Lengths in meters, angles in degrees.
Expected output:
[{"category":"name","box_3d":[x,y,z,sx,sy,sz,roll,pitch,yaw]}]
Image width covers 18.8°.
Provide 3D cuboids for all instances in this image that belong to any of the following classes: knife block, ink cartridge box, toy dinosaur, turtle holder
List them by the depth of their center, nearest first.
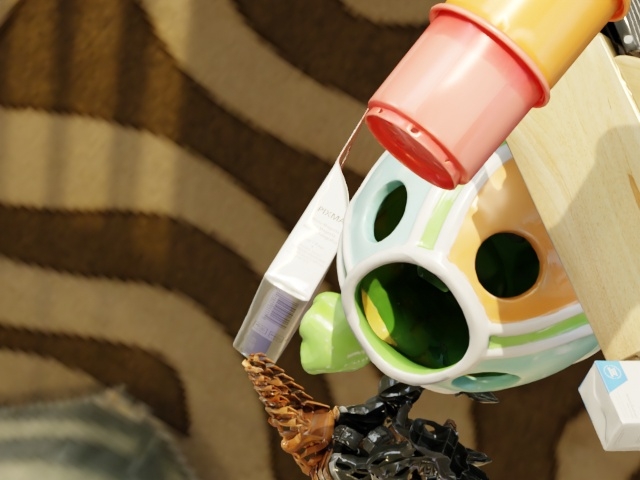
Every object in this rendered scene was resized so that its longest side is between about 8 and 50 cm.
[{"category":"ink cartridge box","box_3d":[0.200,0.096,1.135,0.083,0.048,0.028,1,136,-22]},{"category":"knife block","box_3d":[0.175,-0.070,1.366,0.242,0.088,0.276,19,92,30]},{"category":"turtle holder","box_3d":[0.109,0.008,1.590,0.320,0.227,0.243,8,123,38]},{"category":"toy dinosaur","box_3d":[0.058,0.210,1.872,0.322,0.164,0.218,18,142,-42]},{"category":"ink cartridge box","box_3d":[0.000,0.000,1.987,0.066,0.232,0.189,34,152,4]}]

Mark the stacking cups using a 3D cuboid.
[{"category":"stacking cups","box_3d":[0.146,-0.159,0.963,0.096,0.316,0.096,35,168,8]}]
